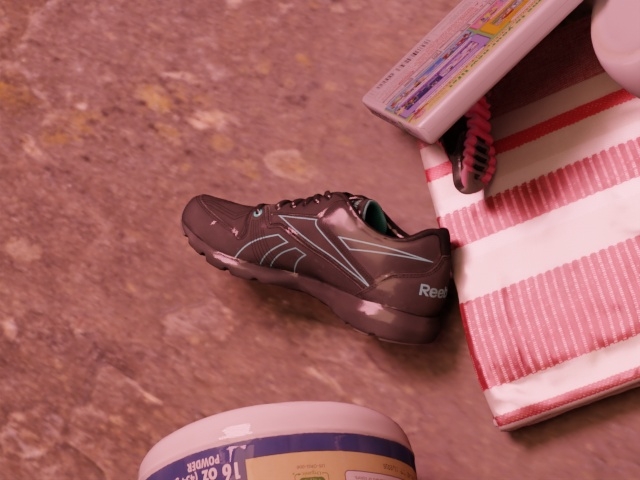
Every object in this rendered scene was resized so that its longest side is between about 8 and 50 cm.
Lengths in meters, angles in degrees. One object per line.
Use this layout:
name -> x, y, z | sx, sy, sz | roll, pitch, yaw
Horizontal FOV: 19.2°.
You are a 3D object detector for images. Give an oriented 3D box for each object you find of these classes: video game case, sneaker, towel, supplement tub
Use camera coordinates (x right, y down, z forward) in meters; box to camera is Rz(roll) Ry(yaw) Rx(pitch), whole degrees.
video game case -> 0.138, -0.172, 1.600 | 0.212, 0.023, 0.193 | -44, 17, -1
sneaker -> 0.000, 0.000, 1.651 | 0.267, 0.101, 0.106 | 22, 104, 25
sneaker -> 0.116, -0.090, 1.617 | 0.057, 0.047, 0.119 | -15, 58, 30
towel -> 0.214, -0.024, 1.584 | 0.237, 0.037, 0.329 | -23, 63, 20
supplement tub -> -0.020, 0.306, 1.475 | 0.228, 0.228, 0.316 | -19, 63, 23

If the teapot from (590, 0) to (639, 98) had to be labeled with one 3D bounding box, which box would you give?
teapot -> 0.348, -0.199, 1.492 | 0.256, 0.187, 0.252 | -59, 20, 20
